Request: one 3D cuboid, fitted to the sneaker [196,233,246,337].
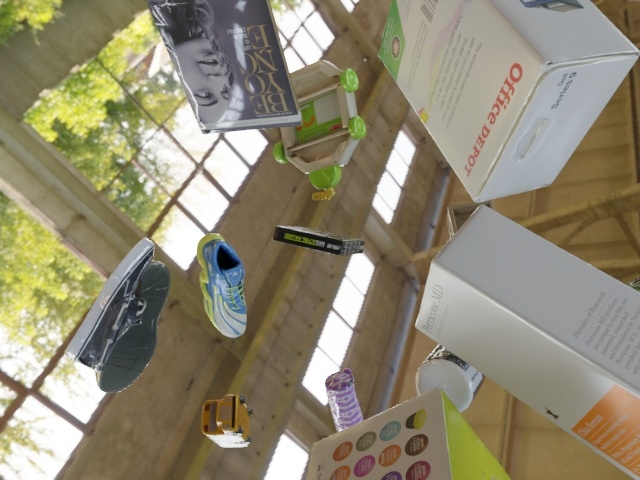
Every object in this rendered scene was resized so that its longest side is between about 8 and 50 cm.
[{"bbox_3d":[-0.206,0.103,1.298,0.091,0.240,0.126,-21,-171,-22],"label":"sneaker"}]

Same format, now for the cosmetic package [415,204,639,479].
[{"bbox_3d":[0.394,0.164,0.977,0.453,0.230,0.161,34,-119,23],"label":"cosmetic package"}]

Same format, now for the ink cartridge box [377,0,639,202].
[{"bbox_3d":[0.145,-0.164,0.532,0.093,0.154,0.212,-12,-123,-17],"label":"ink cartridge box"}]

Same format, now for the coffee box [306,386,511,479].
[{"bbox_3d":[0.191,0.566,1.183,0.334,0.338,0.337,-30,-160,20],"label":"coffee box"}]

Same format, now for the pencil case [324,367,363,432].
[{"bbox_3d":[0.069,0.449,1.646,0.086,0.206,0.088,8,-148,34],"label":"pencil case"}]

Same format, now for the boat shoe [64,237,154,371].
[{"bbox_3d":[-0.418,0.140,1.275,0.301,0.102,0.108,-59,-173,-1],"label":"boat shoe"}]

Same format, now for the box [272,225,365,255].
[{"bbox_3d":[0.000,0.000,1.535,0.184,0.191,0.045,15,-85,19],"label":"box"}]

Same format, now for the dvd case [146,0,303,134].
[{"bbox_3d":[-0.129,-0.248,0.858,0.165,0.221,0.018,-2,-133,14],"label":"dvd case"}]

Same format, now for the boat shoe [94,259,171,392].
[{"bbox_3d":[-0.446,0.193,1.403,0.103,0.118,0.320,17,-90,44],"label":"boat shoe"}]

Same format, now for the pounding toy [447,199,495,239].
[{"bbox_3d":[0.372,-0.008,1.499,0.130,0.100,0.141,-7,-126,5],"label":"pounding toy"}]

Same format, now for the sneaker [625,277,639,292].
[{"bbox_3d":[0.558,0.184,1.244,0.146,0.134,0.343,-15,153,-20],"label":"sneaker"}]

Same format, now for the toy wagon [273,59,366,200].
[{"bbox_3d":[-0.006,-0.271,1.532,0.267,0.344,0.068,-11,177,37],"label":"toy wagon"}]

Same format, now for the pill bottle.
[{"bbox_3d":[0.316,0.282,1.370,0.130,0.130,0.246,-24,180,33],"label":"pill bottle"}]

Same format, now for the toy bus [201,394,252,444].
[{"bbox_3d":[-0.286,0.566,1.878,0.130,0.332,0.108,-1,-116,1],"label":"toy bus"}]
